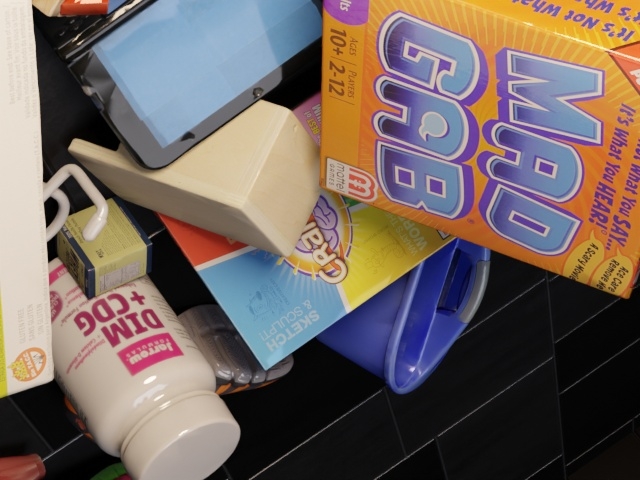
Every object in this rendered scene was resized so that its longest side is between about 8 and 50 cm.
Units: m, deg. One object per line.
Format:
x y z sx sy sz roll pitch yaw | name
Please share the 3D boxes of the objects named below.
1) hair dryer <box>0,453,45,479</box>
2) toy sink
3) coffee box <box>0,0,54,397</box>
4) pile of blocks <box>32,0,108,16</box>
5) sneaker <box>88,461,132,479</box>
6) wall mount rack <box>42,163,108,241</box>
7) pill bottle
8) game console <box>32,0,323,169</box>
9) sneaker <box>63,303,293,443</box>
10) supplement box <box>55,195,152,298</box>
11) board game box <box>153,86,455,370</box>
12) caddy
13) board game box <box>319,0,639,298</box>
-0.496 0.365 2.222 0.294 0.080 0.223 -32 168 0 | hair dryer
-0.129 -0.096 1.850 0.131 0.234 0.153 -65 153 -13 | toy sink
-0.430 -0.061 1.276 0.334 0.338 0.338 -18 127 -30 | coffee box
-0.136 -0.326 1.453 0.362 0.113 0.149 -52 173 -6 | pile of blocks
-0.405 0.490 2.332 0.483 0.185 0.202 -26 162 -33 | sneaker
-0.395 0.027 1.755 0.304 0.130 0.350 -46 150 15 | wall mount rack
-0.222 0.150 1.970 0.160 0.283 0.160 -28 150 -18 | pill bottle
-0.110 -0.228 1.645 0.293 0.173 0.250 -37 176 -4 | game console
-0.200 0.186 2.244 0.321 0.124 0.180 2 138 -35 | sneaker
-0.250 0.008 1.939 0.083 0.083 0.056 -25 148 -24 | supplement box
-0.007 -0.033 2.008 0.317 0.242 0.064 -35 -172 -6 | board game box
0.135 0.034 2.211 0.241 0.179 0.341 -24 135 -59 | caddy
0.231 -0.229 1.726 0.356 0.357 0.356 91 24 -55 | board game box
